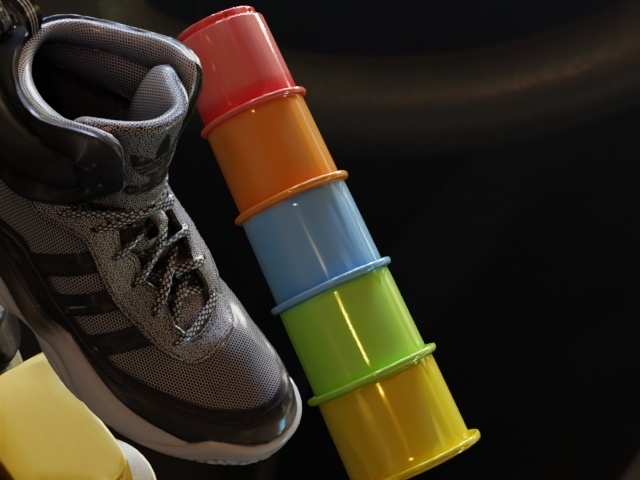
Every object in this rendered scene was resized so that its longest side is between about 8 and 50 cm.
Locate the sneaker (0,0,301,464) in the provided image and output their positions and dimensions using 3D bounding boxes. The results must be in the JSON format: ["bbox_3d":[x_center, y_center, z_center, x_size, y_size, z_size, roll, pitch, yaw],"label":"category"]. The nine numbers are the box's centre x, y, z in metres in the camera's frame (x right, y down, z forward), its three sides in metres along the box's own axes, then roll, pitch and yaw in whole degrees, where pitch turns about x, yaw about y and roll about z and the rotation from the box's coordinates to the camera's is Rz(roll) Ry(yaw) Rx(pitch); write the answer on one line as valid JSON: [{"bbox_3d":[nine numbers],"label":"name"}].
[{"bbox_3d":[-0.090,-0.004,0.697,0.268,0.153,0.101,45,48,-6],"label":"sneaker"}]

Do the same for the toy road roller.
[{"bbox_3d":[-0.293,0.210,1.153,0.241,0.202,0.329,-33,54,-23],"label":"toy road roller"}]

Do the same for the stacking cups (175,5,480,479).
[{"bbox_3d":[0.000,0.000,0.906,0.096,0.096,0.316,-20,86,-47],"label":"stacking cups"}]
